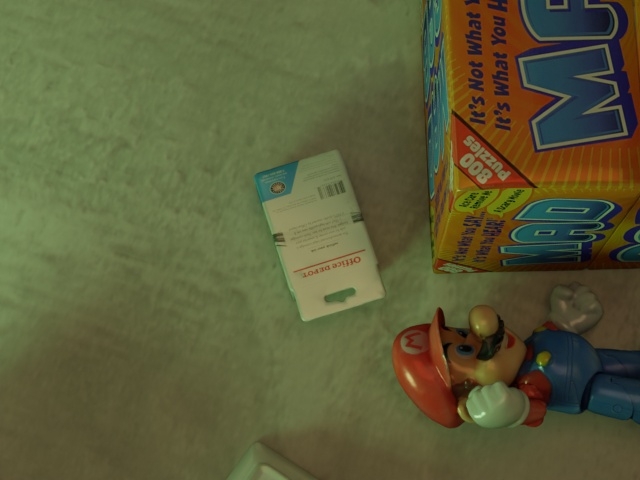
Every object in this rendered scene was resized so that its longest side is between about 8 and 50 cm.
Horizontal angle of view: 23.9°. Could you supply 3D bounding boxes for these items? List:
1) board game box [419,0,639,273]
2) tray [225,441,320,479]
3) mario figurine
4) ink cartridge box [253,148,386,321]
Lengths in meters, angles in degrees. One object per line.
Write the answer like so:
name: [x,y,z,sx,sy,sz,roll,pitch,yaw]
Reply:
board game box: [0.297,-0.179,1.592,0.356,0.356,0.356,-1,76,0]
tray: [0.000,0.333,1.605,0.270,0.030,0.145,31,63,15]
mario figurine: [0.237,0.120,1.608,0.320,0.198,0.170,3,84,-1]
ink cartridge box: [0.000,0.000,1.703,0.104,0.060,0.180,-17,77,-4]
